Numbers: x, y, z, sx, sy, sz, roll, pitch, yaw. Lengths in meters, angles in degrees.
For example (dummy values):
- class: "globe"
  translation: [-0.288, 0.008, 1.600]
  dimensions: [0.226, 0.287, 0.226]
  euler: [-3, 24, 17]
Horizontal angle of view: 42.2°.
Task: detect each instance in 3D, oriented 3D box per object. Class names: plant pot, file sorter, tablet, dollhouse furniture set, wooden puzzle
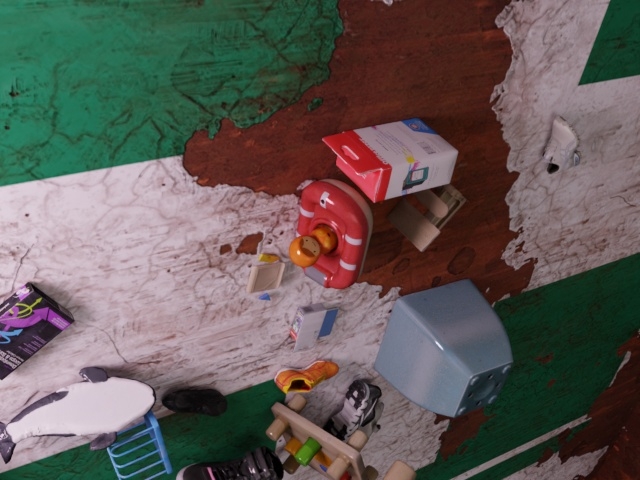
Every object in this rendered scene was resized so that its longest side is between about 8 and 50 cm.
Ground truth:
- class: "plant pot"
  translation: [0.321, 0.284, 2.031]
  dimensions: [0.247, 0.252, 0.247]
  euler: [-12, 133, -32]
- class: "file sorter"
  translation: [-0.375, 0.394, 1.653]
  dimensions: [0.104, 0.118, 0.170]
  euler: [-22, 137, -19]
- class: "tablet"
  translation: [0.010, 0.187, 1.874]
  dimensions: [0.054, 0.006, 0.083]
  euler: [-10, 132, -34]
- class: "dollhouse furniture set"
  translation: [0.259, -0.042, 1.780]
  dimensions: [0.144, 0.123, 0.151]
  euler: [-49, 141, 8]
- class: "wooden puzzle"
  translation: [-0.110, 0.072, 1.663]
  dimensions: [0.078, 0.014, 0.116]
  euler: [1, 124, -36]

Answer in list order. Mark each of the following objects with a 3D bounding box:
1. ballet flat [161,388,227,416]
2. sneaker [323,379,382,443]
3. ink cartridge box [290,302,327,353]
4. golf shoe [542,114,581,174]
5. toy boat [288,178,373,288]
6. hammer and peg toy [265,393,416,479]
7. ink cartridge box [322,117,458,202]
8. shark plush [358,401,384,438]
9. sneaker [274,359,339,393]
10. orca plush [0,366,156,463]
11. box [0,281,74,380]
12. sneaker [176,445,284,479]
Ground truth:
- class: "ballet flat"
  translation: [-0.262, 0.342, 1.768]
  dimensions: [0.173, 0.049, 0.057]
  euler: [23, 66, -50]
- class: "sneaker"
  translation: [0.088, 0.458, 2.132]
  dimensions: [0.106, 0.078, 0.234]
  euler: [9, 117, -42]
- class: "ink cartridge box"
  translation: [-0.031, 0.193, 1.827]
  dimensions: [0.063, 0.029, 0.115]
  euler: [-9, 132, -35]
- class: "golf shoe"
  translation: [0.552, -0.213, 1.919]
  dimensions: [0.086, 0.069, 0.176]
  euler: [-34, 140, -1]
- class: "toy boat"
  translation: [0.000, 0.000, 1.562]
  dimensions: [0.151, 0.151, 0.231]
  euler: [-33, 144, -43]
- class: "hammer and peg toy"
  translation: [0.049, 0.534, 1.955]
  dimensions: [0.127, 0.361, 0.266]
  euler: [-48, 147, -26]
- class: "ink cartridge box"
  translation: [0.125, -0.150, 1.558]
  dimensions: [0.231, 0.134, 0.078]
  euler: [-15, 134, -29]
- class: "shark plush"
  translation: [0.130, 0.508, 2.237]
  dimensions: [0.067, 0.073, 0.161]
  euler: [-42, 149, -54]
- class: "sneaker"
  translation: [-0.025, 0.323, 1.922]
  dimensions: [0.175, 0.067, 0.064]
  euler: [-10, 129, -36]
- class: "orca plush"
  translation: [-0.452, 0.335, 1.548]
  dimensions: [0.287, 0.151, 0.102]
  euler: [-28, 171, -21]
- class: "box"
  translation: [-0.510, 0.154, 1.386]
  dimensions: [0.162, 0.029, 0.116]
  euler: [-39, 141, -2]
- class: "sneaker"
  translation: [-0.199, 0.534, 1.917]
  dimensions: [0.147, 0.105, 0.295]
  euler: [-37, 151, 20]
